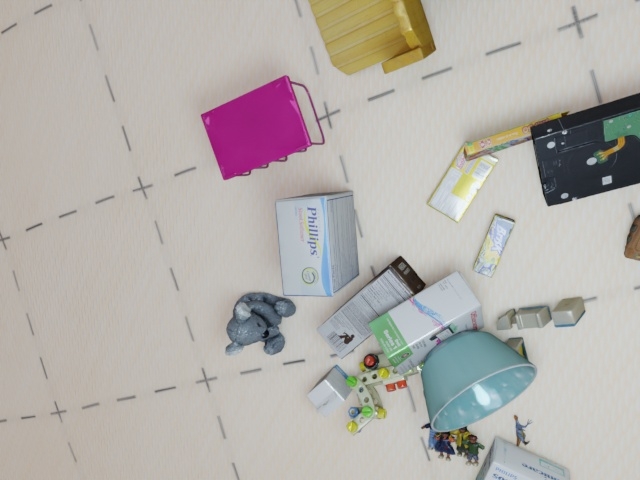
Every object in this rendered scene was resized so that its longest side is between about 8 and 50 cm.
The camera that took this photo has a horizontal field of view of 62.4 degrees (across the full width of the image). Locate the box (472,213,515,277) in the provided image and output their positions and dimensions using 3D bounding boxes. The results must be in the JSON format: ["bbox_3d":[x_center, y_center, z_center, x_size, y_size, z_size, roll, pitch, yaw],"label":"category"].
[{"bbox_3d":[0.479,0.014,1.461,0.059,0.054,0.169,22,104,15],"label":"box"}]

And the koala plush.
[{"bbox_3d":[-0.220,0.265,1.650,0.203,0.221,0.196,21,104,15],"label":"koala plush"}]

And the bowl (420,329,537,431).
[{"bbox_3d":[0.393,0.355,1.404,0.311,0.311,0.163,-43,50,19],"label":"bowl"}]

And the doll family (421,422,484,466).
[{"bbox_3d":[0.389,0.587,1.566,0.193,0.076,0.111,1,103,22],"label":"doll family"}]

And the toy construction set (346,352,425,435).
[{"bbox_3d":[0.219,0.434,1.557,0.327,0.151,0.215,-14,62,8],"label":"toy construction set"}]

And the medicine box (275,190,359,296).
[{"bbox_3d":[0.000,0.000,1.499,0.149,0.289,0.263,-2,97,19],"label":"medicine box"}]

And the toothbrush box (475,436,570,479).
[{"bbox_3d":[0.542,0.747,1.494,0.216,0.126,0.295,21,111,15],"label":"toothbrush box"}]

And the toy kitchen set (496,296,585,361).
[{"bbox_3d":[0.611,0.259,1.439,0.207,0.122,0.166,-13,94,40],"label":"toy kitchen set"}]

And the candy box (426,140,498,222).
[{"bbox_3d":[0.396,-0.162,1.479,0.105,0.027,0.206,34,107,14],"label":"candy box"}]

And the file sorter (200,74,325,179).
[{"bbox_3d":[-0.158,-0.325,1.564,0.290,0.182,0.202,-18,93,21],"label":"file sorter"}]

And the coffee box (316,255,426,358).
[{"bbox_3d":[0.150,0.192,1.541,0.297,0.168,0.119,-44,82,18],"label":"coffee box"}]

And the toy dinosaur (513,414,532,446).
[{"bbox_3d":[0.568,0.547,1.517,0.090,0.047,0.082,-44,64,30],"label":"toy dinosaur"}]

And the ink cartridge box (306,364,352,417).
[{"bbox_3d":[0.031,0.467,1.634,0.090,0.143,0.092,47,109,7],"label":"ink cartridge box"}]

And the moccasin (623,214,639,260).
[{"bbox_3d":[0.943,0.046,1.263,0.380,0.139,0.147,13,108,14],"label":"moccasin"}]

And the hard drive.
[{"bbox_3d":[0.702,-0.224,1.276,0.339,0.064,0.237,-15,133,20],"label":"hard drive"}]

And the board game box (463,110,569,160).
[{"bbox_3d":[0.500,-0.267,1.360,0.259,0.124,0.039,-20,86,13],"label":"board game box"}]

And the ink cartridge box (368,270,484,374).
[{"bbox_3d":[0.292,0.228,1.429,0.278,0.201,0.117,-31,58,2],"label":"ink cartridge box"}]

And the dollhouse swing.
[{"bbox_3d":[0.084,-0.584,1.334,0.305,0.315,0.347,-14,109,26],"label":"dollhouse swing"}]
